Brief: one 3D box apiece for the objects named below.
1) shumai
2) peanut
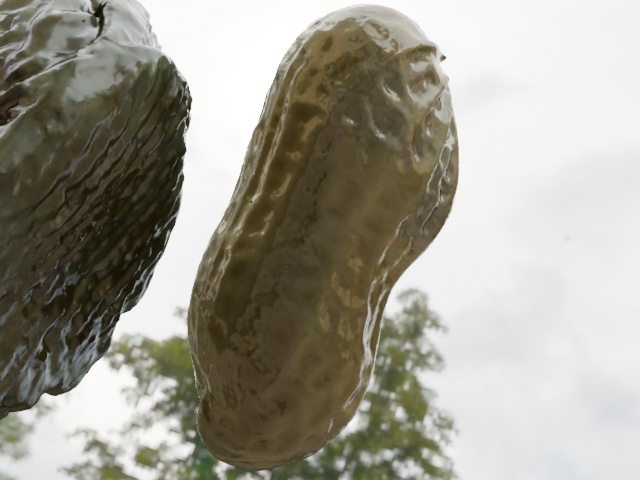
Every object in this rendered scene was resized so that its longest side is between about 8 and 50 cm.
[{"bbox_3d":[-0.136,-0.031,0.479,0.142,0.184,0.184,31,-30,15],"label":"shumai"},{"bbox_3d":[0.000,0.000,0.576,0.090,0.214,0.099,20,-3,43],"label":"peanut"}]
